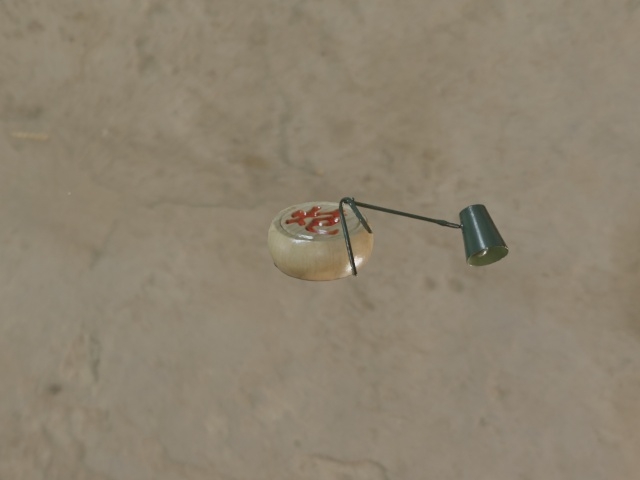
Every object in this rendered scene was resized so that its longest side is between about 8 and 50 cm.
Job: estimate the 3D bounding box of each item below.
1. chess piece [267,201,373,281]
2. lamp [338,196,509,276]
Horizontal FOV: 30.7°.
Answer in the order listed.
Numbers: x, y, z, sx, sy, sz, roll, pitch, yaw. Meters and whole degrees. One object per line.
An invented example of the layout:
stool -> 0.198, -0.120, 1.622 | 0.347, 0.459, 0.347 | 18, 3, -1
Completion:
chess piece -> 0.000, 0.000, 0.922 | 0.084, 0.083, 0.038 | -8, 115, -12
lamp -> 0.076, -0.009, 0.848 | 0.121, 0.041, 0.054 | -2, 62, -23
